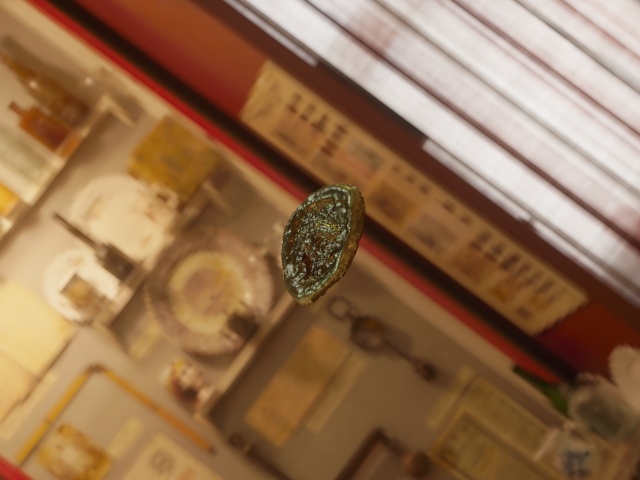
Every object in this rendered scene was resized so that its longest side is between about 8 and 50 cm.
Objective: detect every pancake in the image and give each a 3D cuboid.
[{"bbox_3d":[0.001,0.000,1.175,0.108,0.017,0.108,-31,50,44],"label":"pancake"}]
